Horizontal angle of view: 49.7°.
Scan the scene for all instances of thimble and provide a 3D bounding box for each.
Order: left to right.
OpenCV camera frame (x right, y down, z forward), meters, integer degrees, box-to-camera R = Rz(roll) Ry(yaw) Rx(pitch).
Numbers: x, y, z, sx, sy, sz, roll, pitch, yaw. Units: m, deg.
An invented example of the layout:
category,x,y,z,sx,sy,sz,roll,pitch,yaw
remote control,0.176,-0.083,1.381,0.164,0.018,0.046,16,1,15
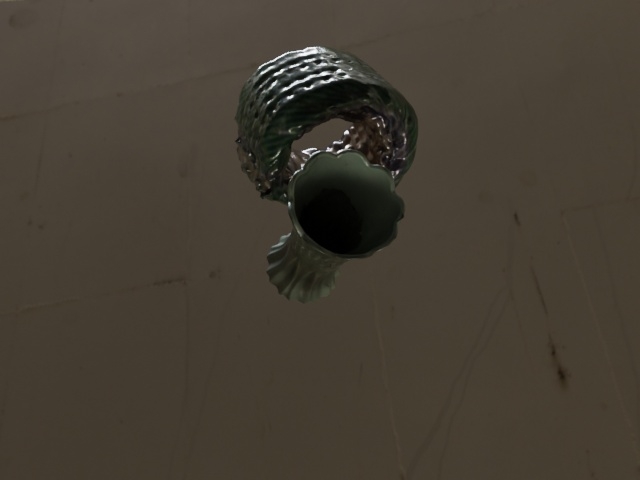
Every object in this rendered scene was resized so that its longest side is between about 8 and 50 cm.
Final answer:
category,x,y,z,sx,sy,sz,roll,pitch,yaw
thimble,0.005,-0.088,0.558,0.135,0.118,0.090,-2,-146,-26

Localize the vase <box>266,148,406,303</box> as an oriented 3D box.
category,x,y,z,sx,sy,sz,roll,pitch,yaw
vase,0.000,0.000,0.518,0.081,0.148,0.081,5,-111,-13
